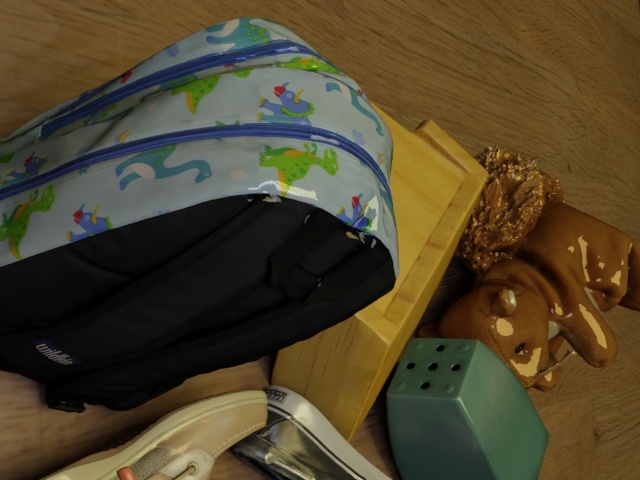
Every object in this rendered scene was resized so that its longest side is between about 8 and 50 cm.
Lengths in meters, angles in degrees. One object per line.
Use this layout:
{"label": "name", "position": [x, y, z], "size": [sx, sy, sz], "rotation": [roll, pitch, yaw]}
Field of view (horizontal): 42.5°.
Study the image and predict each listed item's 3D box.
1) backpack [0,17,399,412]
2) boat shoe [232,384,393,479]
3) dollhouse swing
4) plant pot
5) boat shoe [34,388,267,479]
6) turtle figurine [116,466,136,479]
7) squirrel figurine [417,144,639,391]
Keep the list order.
{"label": "backpack", "position": [-0.109, -0.010, 0.654], "size": [0.290, 0.355, 0.273], "rotation": [39, 53, -41]}
{"label": "boat shoe", "position": [0.015, 0.301, 0.960], "size": [0.306, 0.113, 0.105], "rotation": [52, 52, -29]}
{"label": "dollhouse swing", "position": [0.000, 0.000, 1.041], "size": [0.347, 0.304, 0.315], "rotation": [-54, 166, -44]}
{"label": "plant pot", "position": [0.190, 0.252, 1.137], "size": [0.234, 0.165, 0.165], "rotation": [62, 41, -31]}
{"label": "boat shoe", "position": [-0.154, 0.221, 0.735], "size": [0.302, 0.109, 0.098], "rotation": [-18, 76, -48]}
{"label": "turtle figurine", "position": [-0.189, 0.311, 0.602], "size": [0.217, 0.087, 0.270], "rotation": [-17, 106, -29]}
{"label": "squirrel figurine", "position": [0.301, 0.055, 1.314], "size": [0.370, 0.281, 0.397], "rotation": [-20, 86, -42]}
